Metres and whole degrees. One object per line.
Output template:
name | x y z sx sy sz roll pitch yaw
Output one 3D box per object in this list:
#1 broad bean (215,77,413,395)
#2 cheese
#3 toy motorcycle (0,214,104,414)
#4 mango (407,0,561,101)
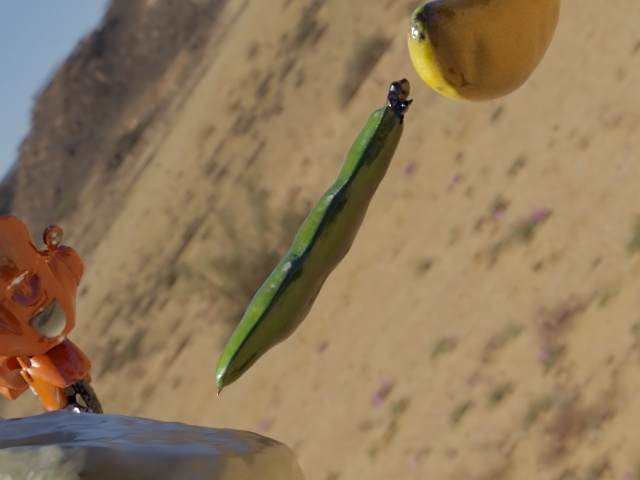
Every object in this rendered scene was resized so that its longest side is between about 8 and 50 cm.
broad bean | 0.000 0.001 1.429 0.297 0.043 0.060 -58 -18 -19
cheese | -0.108 0.192 0.917 0.248 0.251 0.174 -20 -3 23
toy motorcycle | -0.329 0.046 1.666 0.148 0.326 0.221 -43 -36 -30
mango | 0.114 -0.148 1.225 0.075 0.098 0.190 -14 18 31
